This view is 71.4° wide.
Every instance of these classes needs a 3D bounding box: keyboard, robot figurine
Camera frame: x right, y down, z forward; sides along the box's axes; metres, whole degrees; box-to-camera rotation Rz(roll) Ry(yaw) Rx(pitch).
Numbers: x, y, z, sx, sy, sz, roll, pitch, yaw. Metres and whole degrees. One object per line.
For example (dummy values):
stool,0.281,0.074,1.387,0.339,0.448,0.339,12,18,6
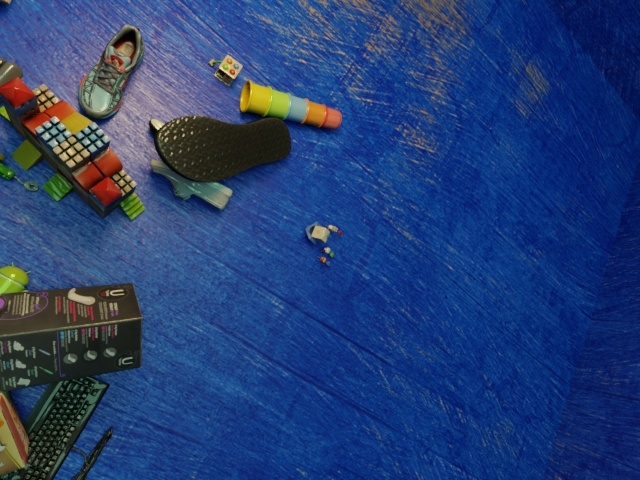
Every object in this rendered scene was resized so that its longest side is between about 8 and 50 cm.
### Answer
keyboard,-0.598,0.478,1.036,0.202,0.033,0.317,34,71,-21
robot figurine,-0.706,0.107,0.996,0.101,0.067,0.115,31,71,-9

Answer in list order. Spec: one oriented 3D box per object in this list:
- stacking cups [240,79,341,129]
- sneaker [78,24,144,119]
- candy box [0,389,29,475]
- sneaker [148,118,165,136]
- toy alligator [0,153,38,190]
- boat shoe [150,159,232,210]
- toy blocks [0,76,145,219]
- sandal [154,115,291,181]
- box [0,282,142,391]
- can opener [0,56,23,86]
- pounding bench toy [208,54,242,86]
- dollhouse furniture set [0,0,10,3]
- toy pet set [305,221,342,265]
stacking cups,-0.082,-0.397,1.364,0.317,0.096,0.095,9,81,-28
sneaker,-0.525,-0.431,1.114,0.104,0.125,0.261,24,74,-23
candy box,-0.777,0.413,0.868,0.317,0.087,0.182,-13,118,-25
sneaker,-0.386,-0.283,1.214,0.161,0.057,0.075,40,66,-23
toy alligator,-0.744,-0.171,1.015,0.190,0.051,0.056,43,66,-43
boat shoe,-0.352,-0.145,1.199,0.228,0.079,0.081,23,88,-25
toy blocks,-0.552,-0.203,1.000,0.190,0.261,0.381,-46,106,-24
sandal,-0.260,-0.250,1.223,0.446,0.107,0.167,-18,104,-50
box,-0.549,0.203,0.987,0.271,0.165,0.143,-3,116,-29
can opener,-0.782,-0.301,0.983,0.074,0.093,0.280,26,68,12
pounding bench toy,-0.278,-0.500,1.284,0.083,0.065,0.052,33,71,-21
dollhouse furniture set,-0.801,-0.674,0.952,0.242,0.212,0.160,12,73,-4
toy pet set,0.000,0.000,1.396,0.114,0.065,0.122,43,66,-56
